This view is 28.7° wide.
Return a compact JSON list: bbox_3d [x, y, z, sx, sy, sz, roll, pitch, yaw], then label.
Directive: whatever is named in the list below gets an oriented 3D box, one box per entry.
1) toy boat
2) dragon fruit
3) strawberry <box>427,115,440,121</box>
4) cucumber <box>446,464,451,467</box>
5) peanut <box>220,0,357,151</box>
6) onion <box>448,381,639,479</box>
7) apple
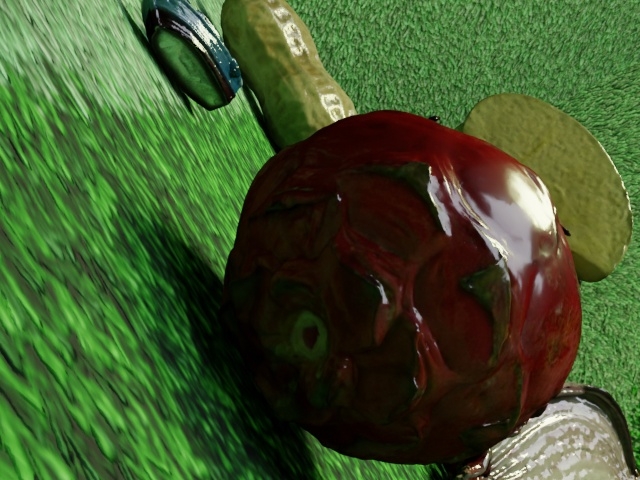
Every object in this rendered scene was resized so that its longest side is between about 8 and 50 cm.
[{"bbox_3d":[-0.116,-0.175,1.113,0.137,0.060,0.061,48,33,-45],"label":"toy boat"},{"bbox_3d":[0.052,0.034,0.808,0.252,0.241,0.241,19,31,-32],"label":"dragon fruit"},{"bbox_3d":[0.082,-0.100,1.997,0.234,0.234,0.178,-74,158,-82],"label":"strawberry"},{"bbox_3d":[0.138,0.183,1.627,0.303,0.072,0.081,62,-7,-3],"label":"cucumber"},{"bbox_3d":[-0.043,-0.218,1.712,0.298,0.120,0.136,60,0,5],"label":"peanut"},{"bbox_3d":[0.229,0.302,1.511,0.349,0.159,0.267,12,72,-36],"label":"onion"},{"bbox_3d":[0.211,-0.019,1.519,0.258,0.233,0.295,51,41,-1],"label":"apple"}]
